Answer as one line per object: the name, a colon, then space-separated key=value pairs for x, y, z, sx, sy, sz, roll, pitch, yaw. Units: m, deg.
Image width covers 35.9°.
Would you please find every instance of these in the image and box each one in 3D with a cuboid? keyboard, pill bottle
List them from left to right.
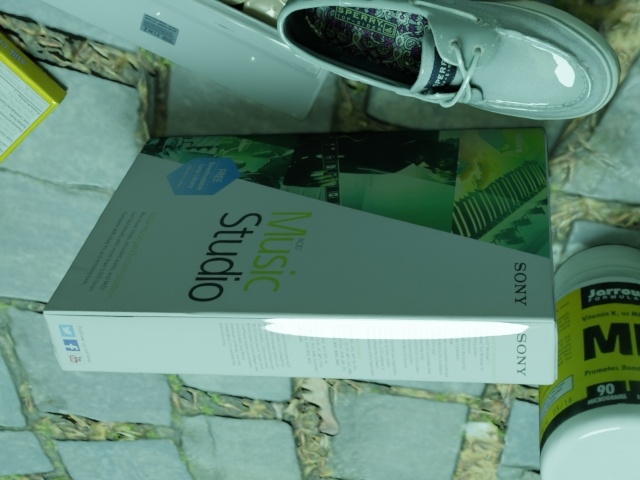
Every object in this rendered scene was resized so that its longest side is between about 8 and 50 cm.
keyboard: x=-0.116 y=-0.165 z=0.731 sx=0.256 sy=0.014 sz=0.072 roll=25 pitch=144 yaw=-5
pill bottle: x=0.222 y=0.102 z=0.735 sx=0.119 sy=0.208 sz=0.119 roll=5 pitch=126 yaw=7

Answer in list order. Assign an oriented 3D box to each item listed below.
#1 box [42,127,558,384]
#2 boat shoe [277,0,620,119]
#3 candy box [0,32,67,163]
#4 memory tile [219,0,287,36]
box: x=0.000 y=0.000 z=0.695 sx=0.322 sy=0.232 sz=0.058 roll=1 pitch=125 yaw=10
boat shoe: x=0.078 y=-0.120 z=0.648 sx=0.227 sy=0.081 sz=0.079 roll=18 pitch=127 yaw=14
candy box: x=-0.309 y=-0.153 z=0.775 sx=0.105 sy=0.027 sz=0.206 roll=-34 pitch=112 yaw=32
memory tile: x=-0.029 y=-0.219 z=0.683 sx=0.113 sy=0.012 sz=0.148 roll=39 pitch=122 yaw=-16
